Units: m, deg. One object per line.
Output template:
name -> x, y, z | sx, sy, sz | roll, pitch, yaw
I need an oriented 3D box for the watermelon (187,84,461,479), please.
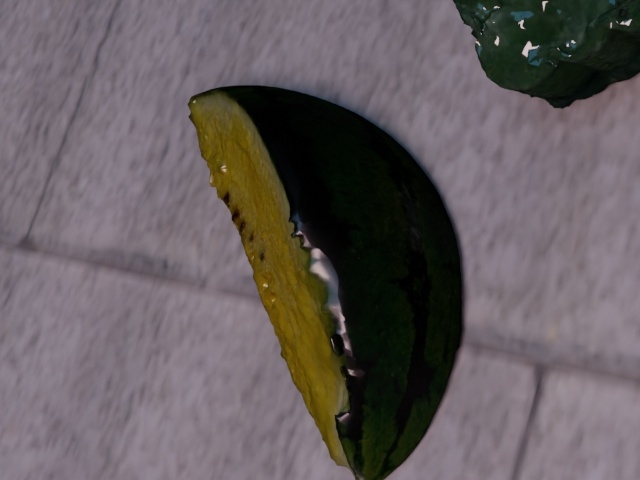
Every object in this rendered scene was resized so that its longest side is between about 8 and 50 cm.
watermelon -> 0.000, 0.000, 0.746 | 0.129, 0.123, 0.301 | -50, 51, 40

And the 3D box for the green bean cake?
green bean cake -> 0.158, -0.195, 0.679 | 0.208, 0.107, 0.193 | -28, 80, 32
